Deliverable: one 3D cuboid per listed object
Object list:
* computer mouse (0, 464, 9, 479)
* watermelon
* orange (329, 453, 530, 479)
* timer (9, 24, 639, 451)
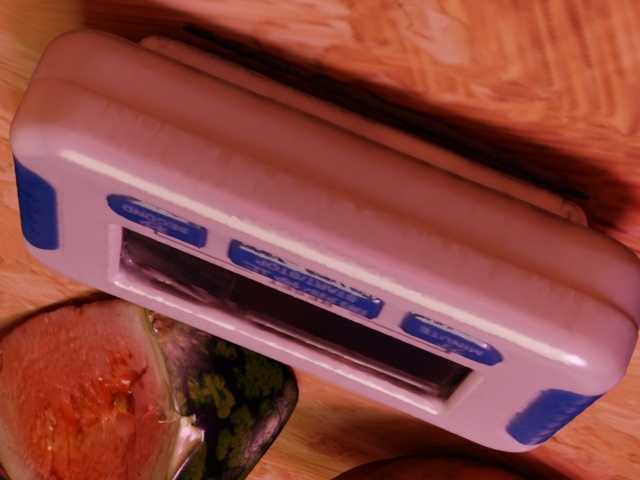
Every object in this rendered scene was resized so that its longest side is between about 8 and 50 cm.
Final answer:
[{"bbox_3d":[-0.181,0.232,1.471,0.323,0.116,0.183,26,164,-19],"label":"computer mouse"},{"bbox_3d":[-0.122,0.131,1.127,0.159,0.128,0.303,29,158,-23],"label":"watermelon"},{"bbox_3d":[0.079,0.227,1.127,0.240,0.171,0.240,19,153,10],"label":"orange"},{"bbox_3d":[0.000,0.000,0.752,0.253,0.078,0.178,22,162,-1],"label":"timer"}]
